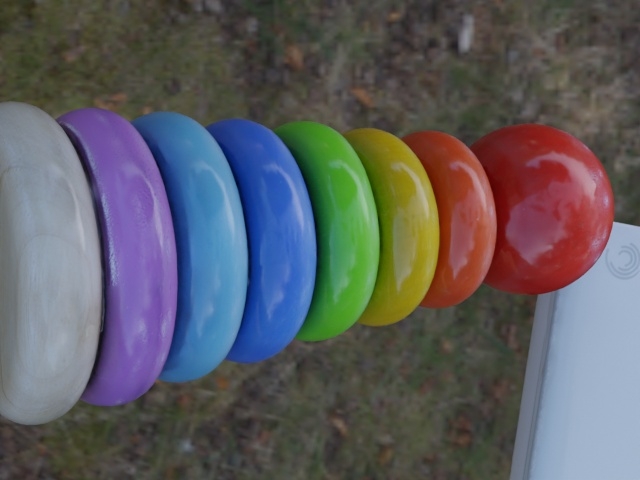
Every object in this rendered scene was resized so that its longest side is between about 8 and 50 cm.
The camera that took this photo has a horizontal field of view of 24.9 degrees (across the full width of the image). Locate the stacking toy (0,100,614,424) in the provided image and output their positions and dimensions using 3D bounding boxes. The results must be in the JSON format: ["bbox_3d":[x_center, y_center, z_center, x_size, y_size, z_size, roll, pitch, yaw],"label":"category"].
[{"bbox_3d":[0.000,0.000,0.696,0.330,0.141,0.141,-4,98,-27],"label":"stacking toy"}]

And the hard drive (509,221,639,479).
[{"bbox_3d":[0.209,0.153,0.851,0.203,0.040,0.307,10,87,-14],"label":"hard drive"}]
